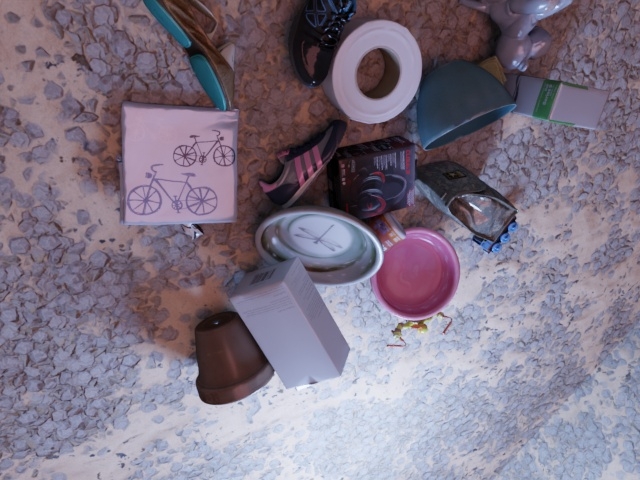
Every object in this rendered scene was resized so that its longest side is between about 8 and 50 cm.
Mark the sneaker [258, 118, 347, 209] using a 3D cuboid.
[{"bbox_3d":[-0.053,-0.246,1.484,0.131,0.112,0.319,36,94,-18],"label":"sneaker"}]

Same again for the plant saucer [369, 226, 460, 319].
[{"bbox_3d":[0.330,0.115,1.802,0.332,0.084,0.332,-1,95,-11],"label":"plant saucer"}]

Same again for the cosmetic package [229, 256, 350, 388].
[{"bbox_3d":[-0.089,0.269,1.606,0.217,0.156,0.384,-19,112,24],"label":"cosmetic package"}]

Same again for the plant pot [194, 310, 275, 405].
[{"bbox_3d":[-0.304,0.363,1.633,0.263,0.263,0.229,-20,105,-13],"label":"plant pot"}]

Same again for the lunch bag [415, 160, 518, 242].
[{"bbox_3d":[0.471,-0.149,1.688,0.287,0.235,0.169,20,112,-32],"label":"lunch bag"}]

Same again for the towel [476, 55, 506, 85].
[{"bbox_3d":[0.505,-0.512,1.600,0.148,0.027,0.110,-20,131,26],"label":"towel"}]

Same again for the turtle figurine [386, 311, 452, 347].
[{"bbox_3d":[0.329,0.286,1.866,0.270,0.217,0.087,-22,123,-12],"label":"turtle figurine"}]

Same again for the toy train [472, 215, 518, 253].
[{"bbox_3d":[0.675,-0.035,1.936,0.105,0.080,0.184,30,102,-27],"label":"toy train"}]

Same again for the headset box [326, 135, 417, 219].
[{"bbox_3d":[0.176,-0.200,1.606,0.293,0.110,0.218,-14,120,-17],"label":"headset box"}]

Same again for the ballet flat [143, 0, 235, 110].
[{"bbox_3d":[-0.292,-0.495,1.259,0.124,0.116,0.342,-47,123,-19],"label":"ballet flat"}]

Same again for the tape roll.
[{"bbox_3d":[0.145,-0.486,1.448,0.286,0.100,0.286,-11,120,-19],"label":"tape roll"}]

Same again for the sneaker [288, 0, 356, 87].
[{"bbox_3d":[0.012,-0.565,1.289,0.125,0.140,0.340,-6,113,-42],"label":"sneaker"}]

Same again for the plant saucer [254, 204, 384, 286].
[{"bbox_3d":[0.000,0.000,1.570,0.401,0.100,0.400,7,145,5],"label":"plant saucer"}]

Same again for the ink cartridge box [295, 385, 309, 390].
[{"bbox_3d":[-0.049,0.426,1.851,0.159,0.092,0.217,-19,124,-13],"label":"ink cartridge box"}]

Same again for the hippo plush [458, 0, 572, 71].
[{"bbox_3d":[0.610,-0.629,1.496,0.294,0.234,0.236,-23,122,-12],"label":"hippo plush"}]

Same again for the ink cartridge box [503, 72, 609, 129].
[{"bbox_3d":[0.711,-0.450,1.604,0.211,0.289,0.121,1,113,-24],"label":"ink cartridge box"}]

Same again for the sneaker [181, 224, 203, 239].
[{"bbox_3d":[-0.394,-0.044,1.480,0.044,0.040,0.109,-35,121,8],"label":"sneaker"}]

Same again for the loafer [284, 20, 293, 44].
[{"bbox_3d":[-0.063,-0.537,1.372,0.045,0.039,0.125,-12,123,21],"label":"loafer"}]

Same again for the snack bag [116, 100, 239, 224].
[{"bbox_3d":[-0.387,-0.207,1.384,0.323,0.037,0.342,-3,108,-22],"label":"snack bag"}]

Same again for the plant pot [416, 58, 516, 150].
[{"bbox_3d":[0.410,-0.425,1.521,0.290,0.290,0.195,-22,86,-12],"label":"plant pot"}]

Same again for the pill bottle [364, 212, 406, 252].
[{"bbox_3d":[0.169,0.002,1.690,0.216,0.121,0.121,-38,126,16],"label":"pill bottle"}]
